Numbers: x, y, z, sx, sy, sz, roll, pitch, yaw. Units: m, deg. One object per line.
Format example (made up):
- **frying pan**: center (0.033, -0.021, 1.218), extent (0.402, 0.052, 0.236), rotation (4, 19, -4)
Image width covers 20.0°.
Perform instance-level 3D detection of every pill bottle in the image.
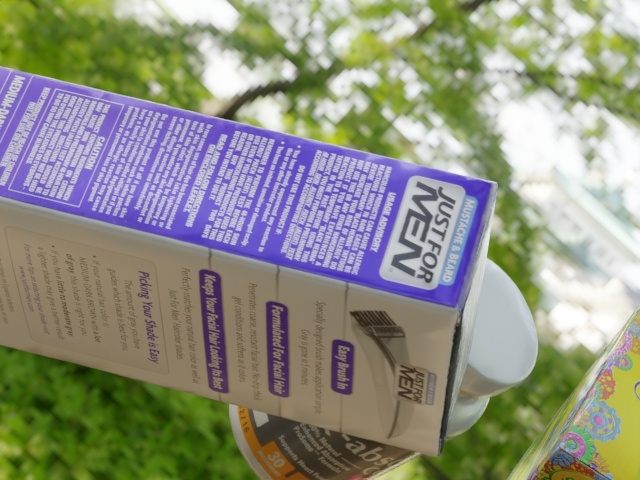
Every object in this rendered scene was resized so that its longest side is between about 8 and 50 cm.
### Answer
- **pill bottle**: center (0.056, 0.126, 1.677), extent (0.162, 0.278, 0.162), rotation (26, 48, -32)

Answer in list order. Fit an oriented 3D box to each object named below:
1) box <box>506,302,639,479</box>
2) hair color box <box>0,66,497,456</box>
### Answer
- **box**: center (0.280, 0.249, 1.375), extent (0.290, 0.177, 0.279), rotation (34, -40, 6)
- **hair color box**: center (-0.068, 0.014, 1.155), extent (0.339, 0.110, 0.185), rotation (15, -33, 9)
